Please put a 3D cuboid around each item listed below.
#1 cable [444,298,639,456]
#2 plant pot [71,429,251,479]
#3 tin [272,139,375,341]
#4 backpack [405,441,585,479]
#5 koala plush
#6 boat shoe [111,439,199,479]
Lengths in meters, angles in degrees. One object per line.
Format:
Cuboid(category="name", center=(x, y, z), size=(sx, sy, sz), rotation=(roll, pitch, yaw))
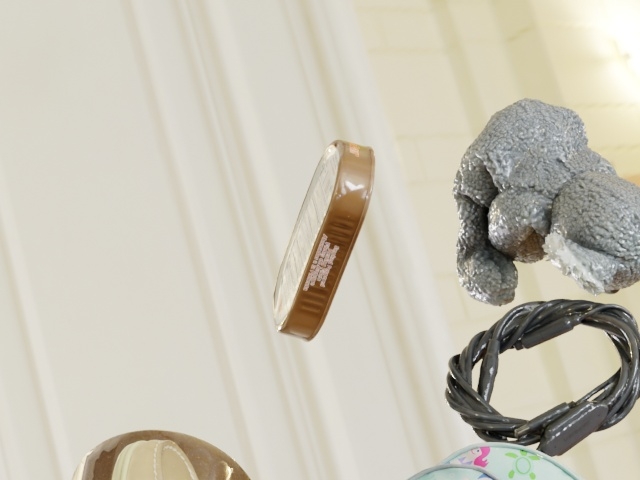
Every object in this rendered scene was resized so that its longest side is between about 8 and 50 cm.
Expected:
Cuboid(category="cable", center=(0.204, 0.117, 1.140), size=(0.184, 0.150, 0.047), rotation=(-35, -46, -14))
Cuboid(category="plant pot", center=(-0.181, 0.350, 1.312), size=(0.215, 0.215, 0.230), rotation=(-18, 25, 15))
Cuboid(category="tin", center=(0.000, 0.000, 1.136), size=(0.040, 0.190, 0.106), rotation=(17, 22, -10))
Cuboid(category="backpack", center=(0.116, 0.272, 0.925), size=(0.253, 0.225, 0.191), rotation=(-33, -39, -18))
Cuboid(category="koala plush", center=(0.253, -0.022, 1.257), size=(0.196, 0.203, 0.221), rotation=(-23, 29, -17))
Cuboid(category="boat shoe", center=(-0.081, 0.262, 0.964), size=(0.098, 0.302, 0.109), rotation=(-36, -48, 12))
